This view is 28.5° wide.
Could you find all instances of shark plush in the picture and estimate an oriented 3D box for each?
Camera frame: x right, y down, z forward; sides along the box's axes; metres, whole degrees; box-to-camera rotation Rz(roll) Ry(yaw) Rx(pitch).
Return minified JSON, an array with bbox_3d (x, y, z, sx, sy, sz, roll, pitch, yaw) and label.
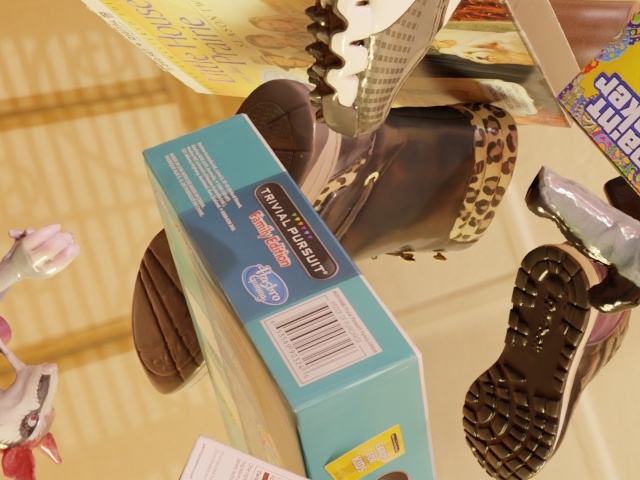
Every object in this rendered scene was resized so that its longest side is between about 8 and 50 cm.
[{"bbox_3d":[0.136,0.018,0.375,0.161,0.073,0.067,20,-101,8],"label":"shark plush"}]

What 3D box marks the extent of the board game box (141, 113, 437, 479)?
[{"bbox_3d":[-0.008,0.121,0.846,0.253,0.079,0.336,-125,-163,-45],"label":"board game box"}]

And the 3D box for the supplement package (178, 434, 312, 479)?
[{"bbox_3d":[-0.010,0.234,0.652,0.203,0.149,0.194,23,-35,-2],"label":"supplement package"}]

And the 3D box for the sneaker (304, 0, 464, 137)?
[{"bbox_3d":[0.059,-0.133,0.462,0.078,0.106,0.234,-94,-164,-54],"label":"sneaker"}]

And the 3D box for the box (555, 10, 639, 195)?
[{"bbox_3d":[0.388,-0.107,0.948,0.279,0.290,0.177,-47,-129,18],"label":"box"}]

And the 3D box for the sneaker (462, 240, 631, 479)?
[{"bbox_3d":[0.231,0.115,1.178,0.107,0.124,0.283,46,-44,33],"label":"sneaker"}]

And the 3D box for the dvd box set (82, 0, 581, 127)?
[{"bbox_3d":[0.008,-0.197,1.169,0.421,0.307,0.062,8,-102,22],"label":"dvd box set"}]

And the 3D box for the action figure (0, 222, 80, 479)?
[{"bbox_3d":[-0.323,0.039,0.903,0.370,0.276,0.248,53,-15,7],"label":"action figure"}]

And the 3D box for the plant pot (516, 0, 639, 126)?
[{"bbox_3d":[0.291,-0.211,1.464,0.165,0.167,0.167,2,-76,28],"label":"plant pot"}]

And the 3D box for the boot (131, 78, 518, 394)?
[{"bbox_3d":[0.000,0.000,1.194,0.138,0.284,0.377,56,-47,30],"label":"boot"}]

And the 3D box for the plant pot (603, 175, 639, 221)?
[{"bbox_3d":[0.433,0.019,1.351,0.187,0.167,0.188,-22,-55,19],"label":"plant pot"}]
